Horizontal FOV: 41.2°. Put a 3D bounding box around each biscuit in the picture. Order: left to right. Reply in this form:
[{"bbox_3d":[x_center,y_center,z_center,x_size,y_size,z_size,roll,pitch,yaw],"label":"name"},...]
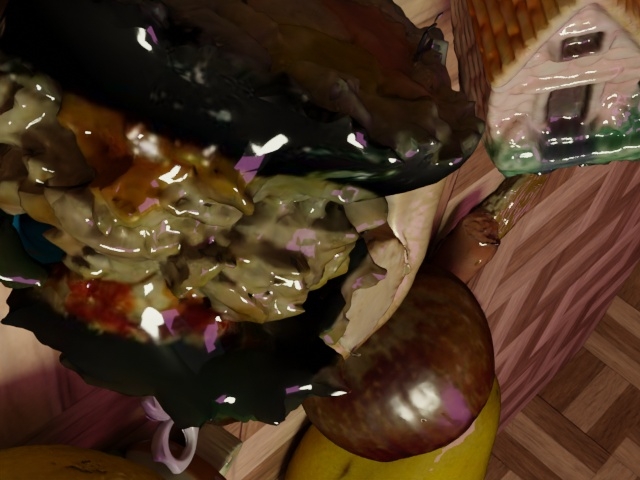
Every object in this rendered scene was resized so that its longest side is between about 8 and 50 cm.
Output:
[{"bbox_3d":[0.273,-0.060,1.216,0.176,0.031,0.229,-13,138,-57],"label":"biscuit"}]

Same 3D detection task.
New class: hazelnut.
[{"bbox_3d":[0.089,0.139,0.965,0.234,0.218,0.218,-46,157,-10],"label":"hazelnut"}]

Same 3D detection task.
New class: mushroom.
[{"bbox_3d":[0.000,0.000,0.671,0.278,0.146,0.278,-33,141,-32],"label":"mushroom"}]

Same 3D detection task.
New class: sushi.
[{"bbox_3d":[-0.056,-0.036,0.426,0.225,0.238,0.219,-33,148,-59],"label":"sushi"}]

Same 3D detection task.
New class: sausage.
[{"bbox_3d":[0.157,0.079,1.163,0.078,0.078,0.304,-24,149,-47],"label":"sausage"}]

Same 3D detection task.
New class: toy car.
[{"bbox_3d":[-0.153,0.280,0.850,0.235,0.145,0.235,-55,173,-11],"label":"toy car"}]

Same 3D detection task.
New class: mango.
[{"bbox_3d":[0.112,0.315,1.205,0.301,0.221,0.445,6,135,-30],"label":"mango"}]

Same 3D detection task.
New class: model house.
[{"bbox_3d":[0.204,-0.184,0.569,0.237,0.202,0.237,-7,162,10],"label":"model house"}]

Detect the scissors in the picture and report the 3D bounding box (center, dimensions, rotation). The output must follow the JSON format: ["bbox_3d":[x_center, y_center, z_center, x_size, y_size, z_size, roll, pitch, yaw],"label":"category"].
[{"bbox_3d":[-0.111,0.142,0.801,0.189,0.015,0.100,-30,109,-67],"label":"scissors"}]

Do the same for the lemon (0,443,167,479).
[{"bbox_3d":[-0.198,0.256,0.581,0.236,0.236,0.263,-53,160,6],"label":"lemon"}]

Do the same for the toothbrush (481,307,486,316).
[{"bbox_3d":[0.247,0.103,1.423,0.028,0.026,0.294,-36,158,5],"label":"toothbrush"}]
